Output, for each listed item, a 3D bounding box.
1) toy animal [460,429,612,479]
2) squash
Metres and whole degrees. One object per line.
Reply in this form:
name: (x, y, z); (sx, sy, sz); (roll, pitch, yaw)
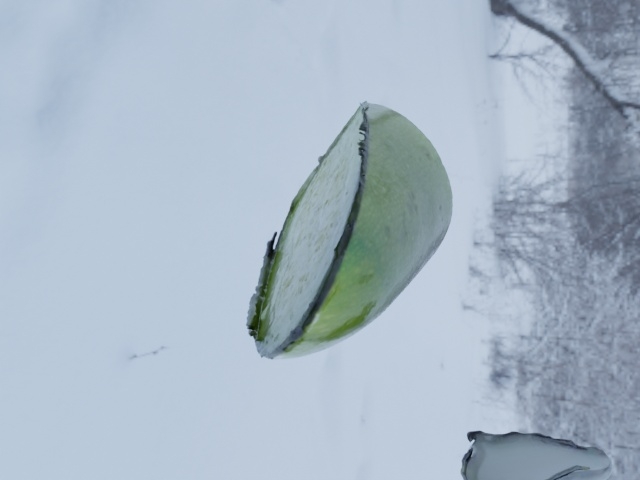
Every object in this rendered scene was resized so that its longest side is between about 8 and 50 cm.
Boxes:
toy animal: (0.258, 0.390, 0.947); (0.174, 0.249, 0.289); (-148, -114, -63)
squash: (0.000, 0.000, 0.772); (0.233, 0.210, 0.309); (-51, 167, 33)
